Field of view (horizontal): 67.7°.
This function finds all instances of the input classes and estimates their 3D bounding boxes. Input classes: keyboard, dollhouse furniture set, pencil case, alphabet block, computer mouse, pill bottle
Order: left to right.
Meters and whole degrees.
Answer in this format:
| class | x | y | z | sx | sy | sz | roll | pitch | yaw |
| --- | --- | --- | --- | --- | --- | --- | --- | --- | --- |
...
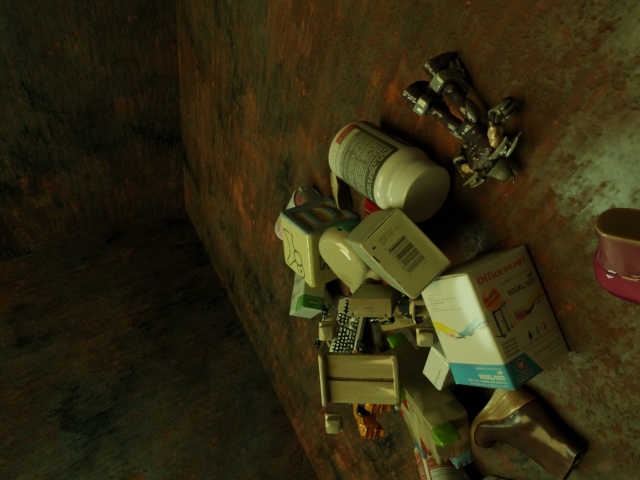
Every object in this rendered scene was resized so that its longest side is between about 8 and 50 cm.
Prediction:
| class | x | y | z | sx | sy | sz | roll | pitch | yaw |
| --- | --- | --- | --- | --- | --- | --- | --- | --- | --- |
| pencil case | -0.082 | -0.091 | 1.725 | 0.273 | 0.113 | 0.124 | 134 | 133 | -63 |
| alphabet block | 0.000 | 0.000 | 1.532 | 0.192 | 0.193 | 0.197 | 41 | 142 | 48 |
| keyboard | 0.055 | 0.344 | 1.674 | 0.201 | 0.033 | 0.317 | 18 | 101 | 39 |
| dollhouse furniture set | 0.164 | 0.302 | 1.230 | 0.174 | 0.303 | 0.356 | -26 | -67 | -73 |
| pill bottle | 0.157 | -0.165 | 1.131 | 0.283 | 0.161 | 0.161 | 44 | 144 | 44 |
| computer mouse | 0.218 | 0.206 | 1.335 | 0.071 | 0.041 | 0.242 | 42 | 140 | -13 |
| pill bottle | 0.344 | 0.679 | 1.331 | 0.121 | 0.121 | 0.216 | 98 | 169 | -45 |

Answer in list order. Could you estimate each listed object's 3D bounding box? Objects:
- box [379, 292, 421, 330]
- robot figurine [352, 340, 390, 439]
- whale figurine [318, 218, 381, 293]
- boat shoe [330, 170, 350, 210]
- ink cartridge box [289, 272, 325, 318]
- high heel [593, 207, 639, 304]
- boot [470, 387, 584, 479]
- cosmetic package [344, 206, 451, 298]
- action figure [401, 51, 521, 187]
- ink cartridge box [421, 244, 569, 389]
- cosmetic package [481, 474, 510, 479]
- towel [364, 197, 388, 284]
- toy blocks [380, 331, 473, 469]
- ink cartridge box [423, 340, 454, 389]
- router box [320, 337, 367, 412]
| class | x | y | z | sx | sy | sz | roll | pitch | yaw |
| --- | --- | --- | --- | --- | --- | --- | --- | --- | --- |
| box | 0.212 | 0.186 | 1.442 | 0.164 | 0.021 | 0.201 | 67 | 155 | 6 |
| robot figurine | 0.145 | 0.453 | 1.485 | 0.291 | 0.085 | 0.211 | -96 | 14 | -62 |
| whale figurine | 0.108 | 0.053 | 1.356 | 0.216 | 0.141 | 0.272 | 18 | 145 | 42 |
| boat shoe | 0.060 | -0.159 | 1.470 | 0.045 | 0.050 | 0.135 | -169 | 72 | -65 |
| ink cartridge box | -0.042 | 0.167 | 1.756 | 0.153 | 0.086 | 0.208 | 135 | 145 | -63 |
| high heel | 0.557 | 0.068 | 0.617 | 0.377 | 0.127 | 0.181 | 31 | 163 | 48 |
| boot | 0.452 | 0.459 | 1.074 | 0.207 | 0.090 | 0.248 | 49 | 144 | 42 |
| cosmetic package | 0.158 | 0.021 | 1.077 | 0.160 | 0.113 | 0.309 | 46 | 180 | -5 |
| action figure | 0.287 | -0.224 | 0.917 | 0.285 | 0.099 | 0.185 | 58 | 145 | 16 |
| ink cartridge box | 0.346 | 0.154 | 0.973 | 0.168 | 0.171 | 0.233 | -26 | 85 | 65 |
| cosmetic package | 0.485 | 0.676 | 1.123 | 0.153 | 0.129 | 0.296 | 66 | 154 | 5 |
| towel | 0.173 | 0.031 | 1.364 | 0.199 | 0.031 | 0.275 | 47 | 143 | 49 |
| toy blocks | 0.288 | 0.471 | 1.301 | 0.381 | 0.190 | 0.261 | -128 | 19 | -59 |
| ink cartridge box | 0.322 | 0.268 | 1.124 | 0.063 | 0.150 | 0.109 | 43 | 144 | 37 |
| router box | 0.128 | 0.478 | 1.750 | 0.309 | 0.081 | 0.243 | 59 | 152 | 23 |
